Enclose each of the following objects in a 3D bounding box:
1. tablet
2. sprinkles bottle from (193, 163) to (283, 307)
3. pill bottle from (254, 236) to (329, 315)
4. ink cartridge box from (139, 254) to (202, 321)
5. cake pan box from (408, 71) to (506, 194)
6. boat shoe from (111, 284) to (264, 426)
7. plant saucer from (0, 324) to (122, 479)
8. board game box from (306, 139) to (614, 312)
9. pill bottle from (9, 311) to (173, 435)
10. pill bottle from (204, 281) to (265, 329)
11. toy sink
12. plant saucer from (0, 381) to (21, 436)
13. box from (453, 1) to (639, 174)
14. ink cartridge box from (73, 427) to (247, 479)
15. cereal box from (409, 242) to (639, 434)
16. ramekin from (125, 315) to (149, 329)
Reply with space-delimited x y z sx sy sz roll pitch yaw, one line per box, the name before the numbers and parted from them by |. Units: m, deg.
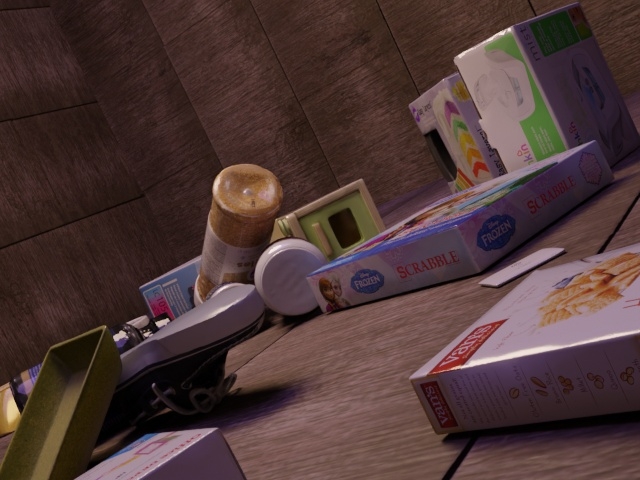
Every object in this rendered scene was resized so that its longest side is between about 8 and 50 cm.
tablet | 0.208 0.027 0.831 0.083 0.006 0.054 -26 3 -8
sprinkles bottle | -0.156 0.017 1.454 0.121 0.121 0.355 -28 -25 -30
pill bottle | -0.045 0.056 1.281 0.121 0.121 0.221 -26 3 -2
ink cartridge box | -0.166 0.065 1.784 0.396 0.151 0.270 -26 4 30
cake pan box | 0.268 -0.177 1.470 0.070 0.245 0.267 -26 4 -7
boat shoe | -0.150 0.144 0.895 0.306 0.105 0.113 -31 3 38
plant saucer | -0.284 0.200 0.882 0.188 0.045 0.188 -22 46 51
board game box | 0.189 -0.016 1.117 0.318 0.065 0.319 -28 4 -38
pill bottle | -0.283 0.186 1.064 0.219 0.122 0.123 -27 3 -18
pill bottle | -0.151 0.117 1.360 0.094 0.094 0.169 -27 3 -11
toy sink | 0.000 0.000 1.557 0.234 0.152 0.131 -26 4 -11
plant saucer | -0.614 0.323 1.780 0.333 0.081 0.333 -28 4 -39
box | 0.365 -0.219 1.278 0.127 0.261 0.231 -22 4 46
ink cartridge box | -0.124 0.180 0.577 0.089 0.052 0.122 -28 5 -39
cereal box | 0.188 0.039 0.451 0.173 0.047 0.240 -29 5 -43
ramekin | -0.333 0.208 1.216 0.207 0.109 0.207 -26 3 1
